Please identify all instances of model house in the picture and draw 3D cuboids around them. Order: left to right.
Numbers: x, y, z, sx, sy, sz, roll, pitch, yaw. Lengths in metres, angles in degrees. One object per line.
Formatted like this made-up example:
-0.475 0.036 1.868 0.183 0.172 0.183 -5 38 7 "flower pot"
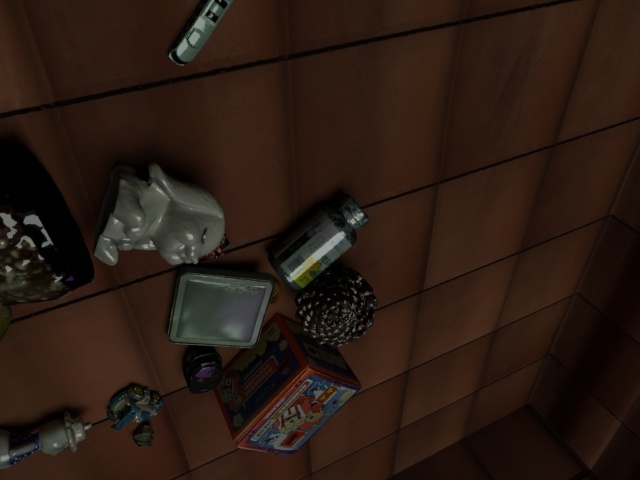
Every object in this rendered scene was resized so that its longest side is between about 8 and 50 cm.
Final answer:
-0.578 0.635 1.702 0.058 0.057 0.083 6 147 -6 "model house"

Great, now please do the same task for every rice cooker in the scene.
-0.360 0.393 1.598 0.112 0.106 0.165 -6 124 -29 "rice cooker"

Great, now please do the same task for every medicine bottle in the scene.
0.000 0.000 1.477 0.293 0.141 0.141 -42 137 3 "medicine bottle"

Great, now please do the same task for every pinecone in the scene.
0.053 0.192 1.597 0.246 0.246 0.292 -49 173 12 "pinecone"

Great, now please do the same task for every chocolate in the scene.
-0.610 -0.007 1.021 0.210 0.225 0.340 -18 134 -9 "chocolate"

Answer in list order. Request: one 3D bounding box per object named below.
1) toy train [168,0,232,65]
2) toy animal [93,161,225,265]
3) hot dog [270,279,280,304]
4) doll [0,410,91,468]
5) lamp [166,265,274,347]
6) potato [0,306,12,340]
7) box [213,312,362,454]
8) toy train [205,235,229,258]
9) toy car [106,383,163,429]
-0.228 -0.434 1.031 0.043 0.047 0.207 27 107 -43 "toy train"
-0.340 -0.052 1.163 0.265 0.206 0.272 11 143 -30 "toy animal"
-0.179 0.148 1.548 0.140 0.060 0.090 1 121 -42 "hot dog"
-0.789 0.557 1.447 0.293 0.119 0.138 -12 174 -25 "doll"
-0.283 0.194 1.477 0.266 0.047 0.269 7 123 -20 "lamp"
-0.828 0.238 1.102 0.351 0.202 0.218 -40 127 -17 "potato"
-0.109 0.484 1.729 0.349 0.257 0.318 -46 137 8 "box"
-0.287 -0.010 1.346 0.087 0.050 0.138 -38 137 -5 "toy train"
-0.552 0.521 1.582 0.126 0.098 0.161 -42 135 7 "toy car"
